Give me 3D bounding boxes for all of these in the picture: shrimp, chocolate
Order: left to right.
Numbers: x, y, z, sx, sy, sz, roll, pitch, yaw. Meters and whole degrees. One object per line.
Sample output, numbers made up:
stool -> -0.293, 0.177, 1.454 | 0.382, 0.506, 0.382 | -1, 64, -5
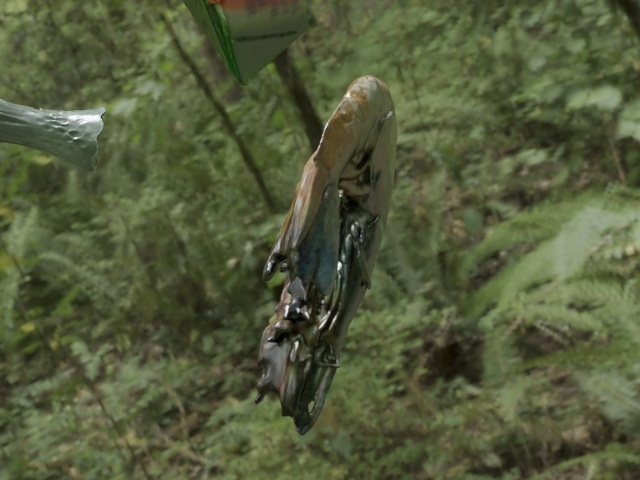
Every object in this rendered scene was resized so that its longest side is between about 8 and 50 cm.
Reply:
chocolate -> -0.165, -0.482, 1.705 | 0.161, 0.360, 0.341 | -28, -28, -11
shrimp -> 0.008, 0.002, 0.872 | 0.075, 0.289, 0.178 | 21, -10, 18

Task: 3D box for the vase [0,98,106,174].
vase -> -0.327, -0.129, 1.277 | 0.148, 0.081, 0.081 | 11, 10, -13
